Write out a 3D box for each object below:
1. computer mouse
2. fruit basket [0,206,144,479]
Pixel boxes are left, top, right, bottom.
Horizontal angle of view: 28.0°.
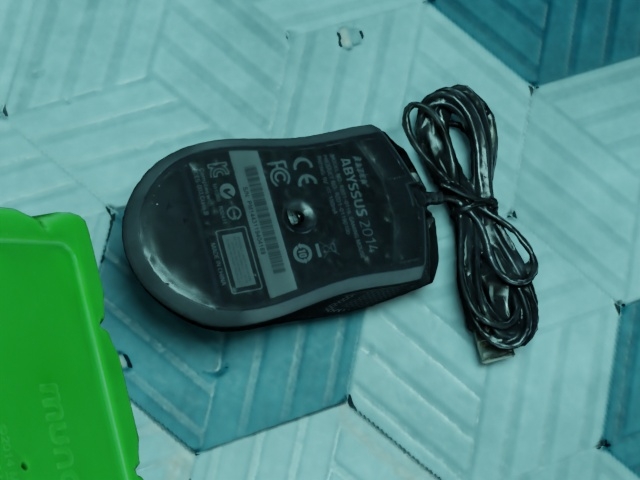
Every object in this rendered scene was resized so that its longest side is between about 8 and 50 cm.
[{"bbox_3d":[0.000,0.000,0.828,0.272,0.072,0.189,-5,74,-24],"label":"computer mouse"},{"bbox_3d":[-0.286,0.174,0.671,0.392,0.283,0.392,-1,87,32],"label":"fruit basket"}]
